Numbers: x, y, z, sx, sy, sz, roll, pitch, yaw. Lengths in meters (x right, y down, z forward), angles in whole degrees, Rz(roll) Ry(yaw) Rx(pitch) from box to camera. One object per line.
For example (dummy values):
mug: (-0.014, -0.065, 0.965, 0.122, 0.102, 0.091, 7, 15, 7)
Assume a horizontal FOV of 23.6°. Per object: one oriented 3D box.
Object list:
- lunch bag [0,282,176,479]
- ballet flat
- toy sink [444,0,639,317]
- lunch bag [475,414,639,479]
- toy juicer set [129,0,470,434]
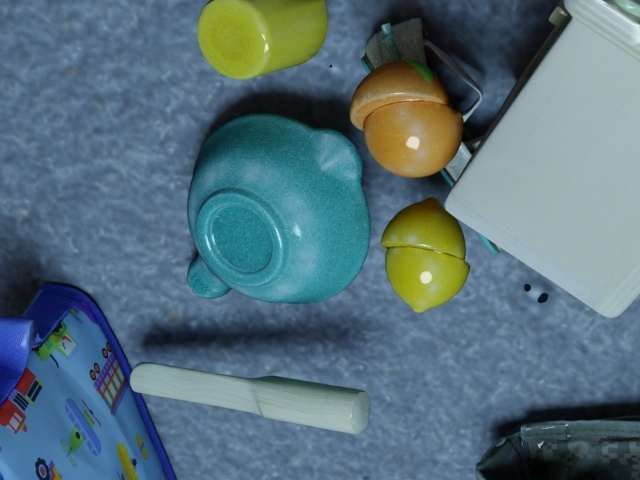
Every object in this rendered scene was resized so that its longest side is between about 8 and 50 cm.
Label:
lunch bag: (-0.181, 0.185, 1.057, 0.138, 0.221, 0.293, -1, 115, 13)
ballet flat: (0.090, -0.066, 0.973, 0.052, 0.057, 0.168, -32, 105, 14)
toy sink: (0.188, -0.101, 0.844, 0.131, 0.153, 0.234, 34, 134, 1)
lunch bag: (0.246, 0.248, 1.017, 0.287, 0.169, 0.235, 10, 127, 45)
toy juicer set: (0.000, 0.000, 0.991, 0.209, 0.089, 0.329, 26, 123, 18)
